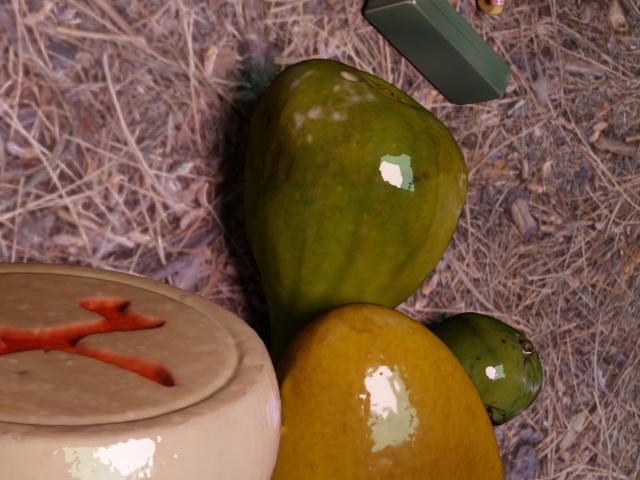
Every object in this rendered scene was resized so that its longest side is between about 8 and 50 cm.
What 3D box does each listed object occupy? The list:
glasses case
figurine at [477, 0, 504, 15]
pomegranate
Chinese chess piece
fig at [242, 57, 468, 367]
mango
[{"bbox_3d":[0.133,-0.221,1.270,0.184,0.078,0.039,38,63,-36],"label":"glasses case"},{"bbox_3d":[0.222,-0.362,1.366,0.083,0.083,0.187,24,62,-40],"label":"figurine"},{"bbox_3d":[0.172,0.179,1.277,0.152,0.131,0.191,26,81,-42],"label":"pomegranate"},{"bbox_3d":[-0.197,0.128,0.808,0.338,0.338,0.140,-9,115,-42],"label":"Chinese chess piece"},{"bbox_3d":[0.015,-0.024,1.122,0.233,0.233,0.314,-23,149,-39],"label":"fig"},{"bbox_3d":[0.033,0.263,1.065,0.301,0.220,0.445,-15,111,-24],"label":"mango"}]
